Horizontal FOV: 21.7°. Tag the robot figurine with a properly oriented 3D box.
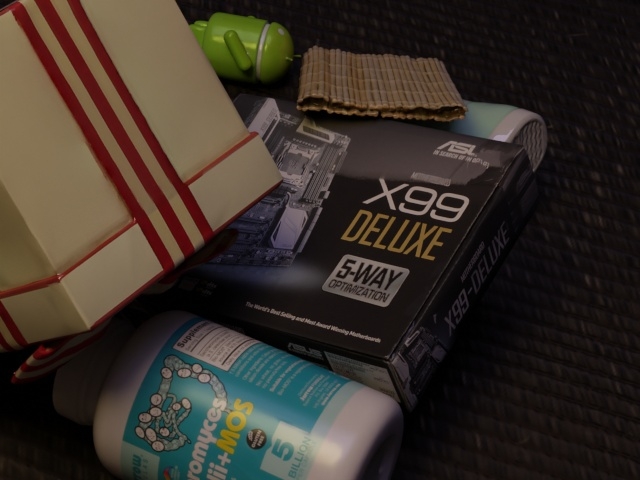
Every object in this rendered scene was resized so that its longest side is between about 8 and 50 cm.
[{"bbox_3d":[-0.080,-0.197,1.719,0.115,0.067,0.101,11,16,8],"label":"robot figurine"}]

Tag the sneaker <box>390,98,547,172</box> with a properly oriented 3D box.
[{"bbox_3d":[0.085,-0.038,1.572,0.151,0.094,0.256,19,56,41],"label":"sneaker"}]

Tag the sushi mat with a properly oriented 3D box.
[{"bbox_3d":[0.055,-0.153,1.609,0.151,0.019,0.316,5,14,-1],"label":"sushi mat"}]

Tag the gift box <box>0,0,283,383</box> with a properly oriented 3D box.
[{"bbox_3d":[-0.213,-0.054,1.310,0.255,0.258,0.276,-38,14,-34],"label":"gift box"}]

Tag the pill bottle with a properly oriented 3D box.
[{"bbox_3d":[-0.078,0.147,1.328,0.264,0.146,0.146,21,48,17],"label":"pill bottle"}]

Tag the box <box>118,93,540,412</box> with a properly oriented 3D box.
[{"bbox_3d":[0.000,0.000,1.440,0.307,0.076,0.242,14,56,34],"label":"box"}]
